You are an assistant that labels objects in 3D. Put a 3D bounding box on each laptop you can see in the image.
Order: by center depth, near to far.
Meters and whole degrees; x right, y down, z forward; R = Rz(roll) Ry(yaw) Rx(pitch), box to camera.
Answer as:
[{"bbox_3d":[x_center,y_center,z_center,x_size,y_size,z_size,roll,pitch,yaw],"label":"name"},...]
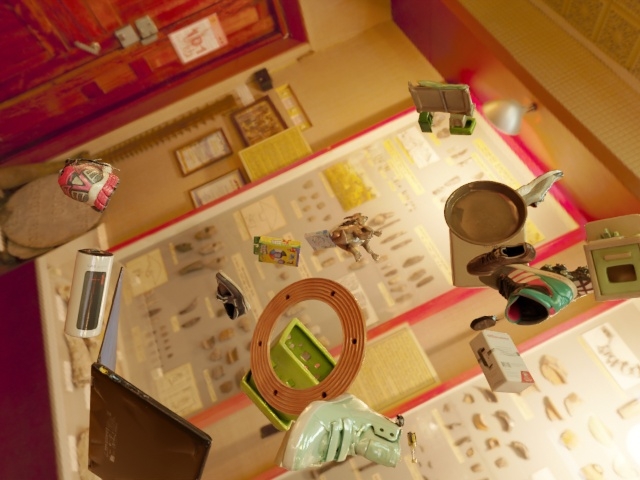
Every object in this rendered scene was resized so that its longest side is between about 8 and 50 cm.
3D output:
[{"bbox_3d":[-0.372,0.345,1.005,0.407,0.236,0.382,28,-55,10],"label":"laptop"}]

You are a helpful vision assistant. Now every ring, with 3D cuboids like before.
[{"bbox_3d":[-0.034,0.253,1.130,0.032,0.336,0.337,36,21,-49],"label":"ring"}]

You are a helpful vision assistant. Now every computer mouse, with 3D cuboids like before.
[{"bbox_3d":[0.719,0.305,1.850,0.041,0.242,0.071,-95,159,-48],"label":"computer mouse"}]

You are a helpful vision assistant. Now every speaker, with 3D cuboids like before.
[{"bbox_3d":[-0.372,0.083,0.739,0.055,0.055,0.136,-129,-128,-81],"label":"speaker"}]

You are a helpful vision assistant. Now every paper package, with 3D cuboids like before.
[{"bbox_3d":[0.751,0.056,2.060,0.168,0.324,0.310,25,62,-75],"label":"paper package"}]

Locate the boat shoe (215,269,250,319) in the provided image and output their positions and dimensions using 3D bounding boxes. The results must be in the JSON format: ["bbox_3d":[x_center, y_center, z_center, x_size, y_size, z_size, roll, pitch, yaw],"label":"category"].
[{"bbox_3d":[-0.243,0.152,1.223,0.075,0.065,0.206,37,-21,27],"label":"boat shoe"}]

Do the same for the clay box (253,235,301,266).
[{"bbox_3d":[-0.205,0.051,2.137,0.053,0.221,0.127,-85,-177,-47],"label":"clay box"}]

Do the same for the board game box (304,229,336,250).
[{"bbox_3d":[0.000,0.000,1.677,0.090,0.090,0.020,55,32,-46],"label":"board game box"}]

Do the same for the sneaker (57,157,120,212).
[{"bbox_3d":[-0.575,-0.155,1.117,0.112,0.121,0.299,30,-8,-34],"label":"sneaker"}]

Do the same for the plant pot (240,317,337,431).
[{"bbox_3d":[-0.093,0.401,1.357,0.227,0.207,0.228,47,13,0],"label":"plant pot"}]

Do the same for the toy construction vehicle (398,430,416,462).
[{"bbox_3d":[0.225,0.568,1.283,0.035,0.085,0.098,40,46,-71],"label":"toy construction vehicle"}]

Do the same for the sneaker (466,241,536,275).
[{"bbox_3d":[0.481,0.042,1.247,0.071,0.188,0.066,39,41,-42],"label":"sneaker"}]

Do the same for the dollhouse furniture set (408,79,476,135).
[{"bbox_3d":[0.428,-0.498,1.564,0.301,0.197,0.151,36,67,-63],"label":"dollhouse furniture set"}]

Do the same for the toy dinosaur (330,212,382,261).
[{"bbox_3d":[0.103,-0.018,1.635,0.200,0.127,0.295,28,17,30],"label":"toy dinosaur"}]

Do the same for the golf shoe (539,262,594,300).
[{"bbox_3d":[0.918,0.154,1.625,0.105,0.272,0.120,-49,140,-59],"label":"golf shoe"}]

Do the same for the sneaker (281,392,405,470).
[{"bbox_3d":[0.053,0.338,0.777,0.151,0.094,0.256,18,8,30],"label":"sneaker"}]

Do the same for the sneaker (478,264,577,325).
[{"bbox_3d":[0.578,0.163,1.373,0.295,0.178,0.124,12,-53,48],"label":"sneaker"}]

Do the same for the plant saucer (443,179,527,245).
[{"bbox_3d":[0.574,-0.093,1.609,0.041,0.277,0.278,68,-5,-55],"label":"plant saucer"}]

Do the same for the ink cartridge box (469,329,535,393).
[{"bbox_3d":[0.435,0.293,1.107,0.056,0.099,0.135,-57,-147,36],"label":"ink cartridge box"}]

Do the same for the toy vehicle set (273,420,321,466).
[{"bbox_3d":[-0.054,0.803,1.809,0.035,0.166,0.267,18,-9,42],"label":"toy vehicle set"}]

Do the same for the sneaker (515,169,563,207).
[{"bbox_3d":[0.895,-0.201,1.899,0.108,0.271,0.100,57,-9,11],"label":"sneaker"}]

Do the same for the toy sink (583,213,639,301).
[{"bbox_3d":[0.866,0.049,1.336,0.131,0.152,0.234,-3,82,-52],"label":"toy sink"}]
